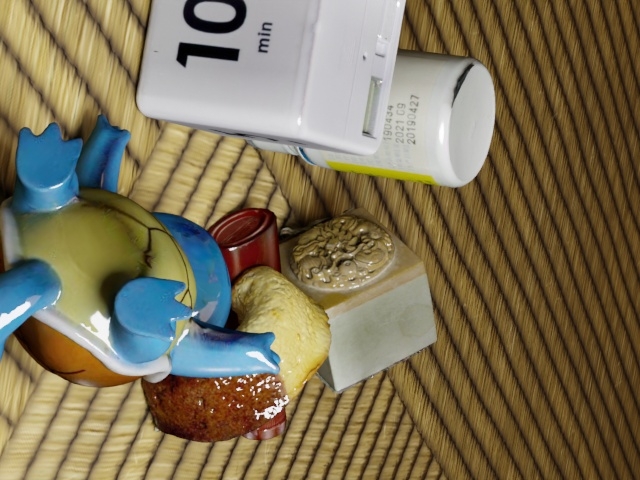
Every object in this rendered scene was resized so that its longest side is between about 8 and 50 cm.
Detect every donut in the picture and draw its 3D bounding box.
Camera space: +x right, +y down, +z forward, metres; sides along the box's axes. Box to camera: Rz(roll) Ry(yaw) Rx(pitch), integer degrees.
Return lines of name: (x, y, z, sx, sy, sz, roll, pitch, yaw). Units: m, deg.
donut: (-0.081, 0.115, 1.855, 0.217, 0.141, 0.085, -46, 125, -22)

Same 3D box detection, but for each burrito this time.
burrito: (0.000, 0.000, 2.128, 0.149, 0.041, 0.055, -18, 101, -57)

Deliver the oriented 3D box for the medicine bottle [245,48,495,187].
medicine bottle: (0.049, -0.143, 1.934, 0.143, 0.258, 0.143, -35, 131, -55)

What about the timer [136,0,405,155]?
timer: (-0.047, -0.198, 1.796, 0.194, 0.195, 0.192, 9, 91, -64)

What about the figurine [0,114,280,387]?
figurine: (-0.189, 0.045, 1.582, 0.243, 0.298, 0.416, -54, 162, 27)

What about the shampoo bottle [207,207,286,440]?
shampoo bottle: (-0.078, 0.100, 1.983, 0.102, 0.064, 0.260, -40, 134, -49)

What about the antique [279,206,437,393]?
antique: (0.030, 0.058, 2.032, 0.146, 0.152, 0.148, -27, 130, -18)
